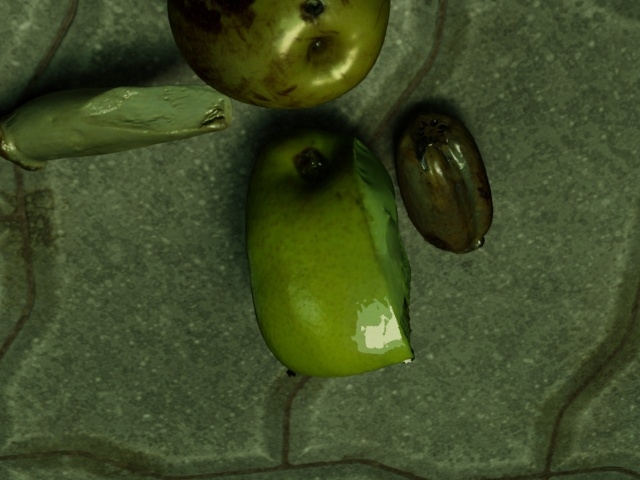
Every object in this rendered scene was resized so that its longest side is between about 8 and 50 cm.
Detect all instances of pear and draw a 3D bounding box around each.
[{"bbox_3d":[0.000,0.000,1.894,0.238,0.342,0.318,-15,107,8],"label":"pear"},{"bbox_3d":[-0.050,-0.287,1.662,0.283,0.284,0.284,-7,129,-8],"label":"pear"}]

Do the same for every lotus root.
[{"bbox_3d":[0.178,-0.082,1.974,0.124,0.123,0.241,-30,134,-10],"label":"lotus root"}]

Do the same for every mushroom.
[{"bbox_3d":[-0.279,-0.155,1.775,0.333,0.087,0.107,-7,163,23],"label":"mushroom"}]
